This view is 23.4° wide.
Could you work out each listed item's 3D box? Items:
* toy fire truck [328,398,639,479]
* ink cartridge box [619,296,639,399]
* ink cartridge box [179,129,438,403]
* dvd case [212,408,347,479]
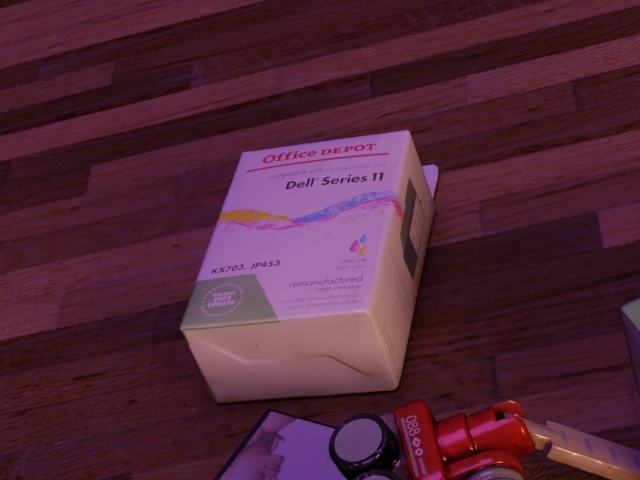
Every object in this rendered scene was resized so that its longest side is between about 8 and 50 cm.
[{"bbox_3d":[0.159,0.227,1.288,0.246,0.158,0.217,-23,43,9],"label":"toy fire truck"},{"bbox_3d":[0.406,0.097,1.261,0.278,0.201,0.117,-24,38,-5],"label":"ink cartridge box"},{"bbox_3d":[0.000,0.000,1.645,0.207,0.119,0.353,-7,40,19],"label":"ink cartridge box"},{"bbox_3d":[-0.045,0.267,1.420,0.180,0.022,0.253,11,48,35],"label":"dvd case"}]
